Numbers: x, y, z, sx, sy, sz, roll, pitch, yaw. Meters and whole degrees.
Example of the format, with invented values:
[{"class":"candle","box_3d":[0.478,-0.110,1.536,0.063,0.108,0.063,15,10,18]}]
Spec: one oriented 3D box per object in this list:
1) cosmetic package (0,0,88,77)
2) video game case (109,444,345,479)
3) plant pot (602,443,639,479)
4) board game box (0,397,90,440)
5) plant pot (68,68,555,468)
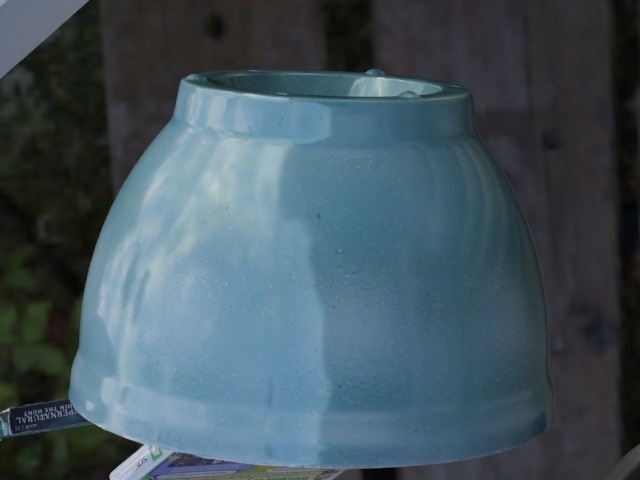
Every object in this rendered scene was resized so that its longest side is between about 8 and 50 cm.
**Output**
[{"class":"cosmetic package","box_3d":[-0.291,-0.170,1.563,0.099,0.239,0.060,20,145,38]},{"class":"video game case","box_3d":[-0.019,0.135,1.432,0.193,0.212,0.023,-40,60,38]},{"class":"plant pot","box_3d":[0.275,0.318,1.256,0.280,0.323,0.323,108,150,-47]},{"class":"board game box","box_3d":[-0.188,0.146,1.691,0.126,0.186,0.026,155,106,-73]},{"class":"plant pot","box_3d":[0.000,0.000,1.154,0.293,0.293,0.196,-152,63,-68]}]
